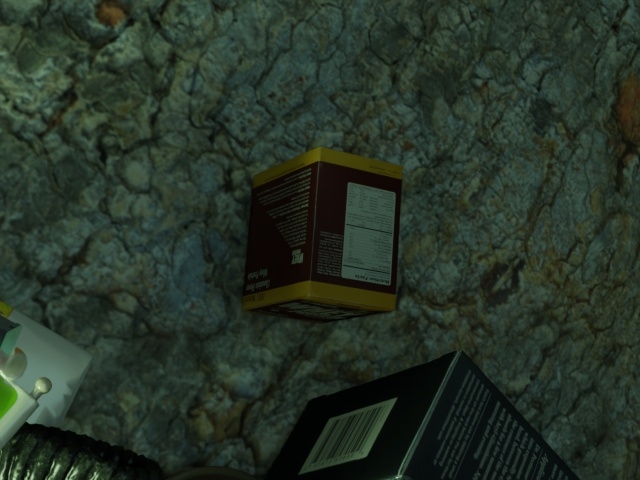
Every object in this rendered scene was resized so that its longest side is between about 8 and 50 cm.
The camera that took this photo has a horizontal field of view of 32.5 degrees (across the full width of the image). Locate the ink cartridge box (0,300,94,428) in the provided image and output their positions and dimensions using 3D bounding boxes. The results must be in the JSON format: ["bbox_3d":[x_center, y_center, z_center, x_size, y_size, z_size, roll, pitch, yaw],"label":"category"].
[{"bbox_3d":[-0.414,0.112,1.193,0.278,0.201,0.117,35,66,-21],"label":"ink cartridge box"}]

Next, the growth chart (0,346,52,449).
[{"bbox_3d":[-0.392,0.135,1.034,0.237,0.021,0.172,30,65,-1],"label":"growth chart"}]

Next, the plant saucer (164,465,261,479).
[{"bbox_3d":[-0.147,0.427,1.393,0.278,0.041,0.277,5,80,-30],"label":"plant saucer"}]

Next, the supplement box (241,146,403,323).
[{"bbox_3d":[0.000,0.000,1.460,0.129,0.191,0.194,11,76,-28],"label":"supplement box"}]

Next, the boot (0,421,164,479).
[{"bbox_3d":[-0.342,0.295,1.052,0.348,0.131,0.260,16,93,-29],"label":"boot"}]

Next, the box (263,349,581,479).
[{"bbox_3d":[0.164,0.373,1.412,0.395,0.293,0.212,48,47,-16],"label":"box"}]
